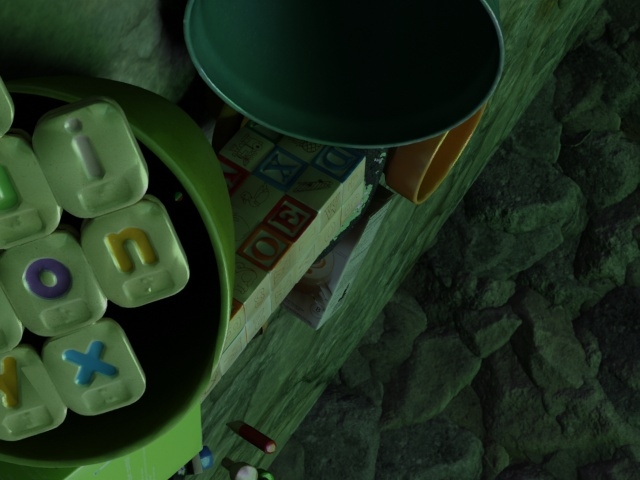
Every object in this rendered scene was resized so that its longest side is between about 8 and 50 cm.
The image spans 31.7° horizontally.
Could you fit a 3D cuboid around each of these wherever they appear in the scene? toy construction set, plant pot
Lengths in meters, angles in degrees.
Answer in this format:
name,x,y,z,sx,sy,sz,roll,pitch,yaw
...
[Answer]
name,x,y,z,sx,sy,sz,roll,pitch,yaw
toy construction set,-0.237,0.394,1.804,0.309,0.257,0.237,-35,-155,-20
plant pot,-0.180,-0.016,0.886,0.275,0.275,0.293,-61,-176,20
plant pot,0.118,-0.187,1.671,0.205,0.188,0.205,-53,167,-18
plant pot,0.033,-0.251,1.074,0.293,0.293,0.196,102,-2,-59

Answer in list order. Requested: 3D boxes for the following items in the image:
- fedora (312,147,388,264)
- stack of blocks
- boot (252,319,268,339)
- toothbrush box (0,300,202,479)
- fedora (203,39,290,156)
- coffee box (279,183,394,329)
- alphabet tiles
name,x,y,z,sx,sy,sz,roll,pitch,yaw
fedora,-0.012,-0.084,1.519,0.334,0.152,0.334,-53,167,-17
stack of blocks,-0.106,-0.003,1.144,0.297,0.171,0.087,-51,161,-26
boot,-0.185,0.127,1.505,0.207,0.090,0.248,-46,151,-7
toothbrush box,-0.267,0.167,0.936,0.283,0.206,0.122,-38,148,-36
fedora,-0.070,-0.168,1.259,0.194,0.079,0.194,-43,159,-21
coffee box,0.000,0.000,1.803,0.098,0.141,0.246,-40,158,-52
alphabet tiles,-0.234,0.015,0.702,0.021,0.284,0.278,-103,173,-60
